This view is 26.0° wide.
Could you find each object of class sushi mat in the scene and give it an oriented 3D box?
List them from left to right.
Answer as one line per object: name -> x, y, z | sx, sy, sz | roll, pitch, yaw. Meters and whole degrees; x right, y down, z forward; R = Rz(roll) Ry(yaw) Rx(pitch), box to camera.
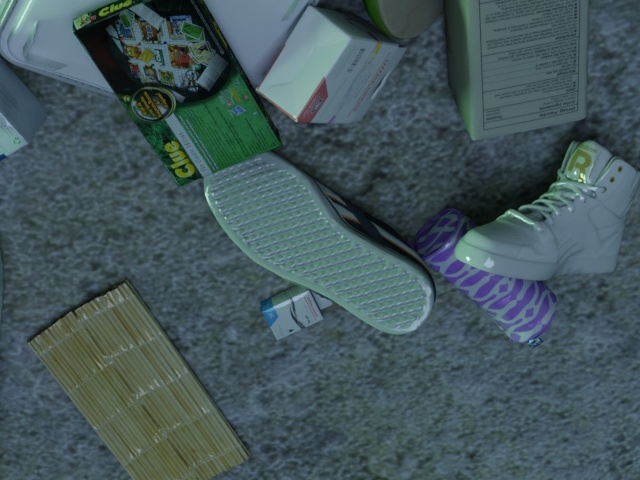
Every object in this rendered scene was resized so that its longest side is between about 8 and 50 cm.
sushi mat -> -0.232, 0.206, 1.799 | 0.151, 0.019, 0.316 | -29, 114, 6

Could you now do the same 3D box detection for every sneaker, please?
sneaker -> 0.000, 0.000, 1.697 | 0.321, 0.127, 0.126 | 38, 100, 4
sneaker -> 0.280, -0.046, 1.676 | 0.293, 0.108, 0.169 | -5, 116, -47

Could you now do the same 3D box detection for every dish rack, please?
dish rack -> -0.174, -0.251, 1.505 | 0.333, 0.072, 0.285 | 16, 130, -28

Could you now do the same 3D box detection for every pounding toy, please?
pounding toy -> 0.064, -0.339, 1.546 | 0.183, 0.110, 0.237 | -61, 150, -12

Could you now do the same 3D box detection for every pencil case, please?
pencil case -> 0.211, 0.047, 1.764 | 0.206, 0.086, 0.088 | 42, 131, -21

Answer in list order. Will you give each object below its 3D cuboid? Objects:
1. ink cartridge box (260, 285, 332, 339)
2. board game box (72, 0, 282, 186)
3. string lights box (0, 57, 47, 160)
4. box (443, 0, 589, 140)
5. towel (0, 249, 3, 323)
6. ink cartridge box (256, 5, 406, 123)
ink cartridge box -> -0.029, 0.086, 1.771 | 0.083, 0.028, 0.048 | -25, 115, 3
board game box -> -0.152, -0.170, 1.524 | 0.136, 0.030, 0.259 | -22, 137, 7
string lights box -> -0.451, -0.116, 1.549 | 0.260, 0.076, 0.133 | -27, 117, 25
box -> 0.216, -0.276, 1.548 | 0.148, 0.121, 0.311 | -11, 133, -5
towel -> -0.557, 0.159, 1.687 | 0.321, 0.090, 0.374 | 5, 111, -10
ink cartridge box -> 0.018, -0.199, 1.596 | 0.067, 0.198, 0.115 | 39, 107, 16
